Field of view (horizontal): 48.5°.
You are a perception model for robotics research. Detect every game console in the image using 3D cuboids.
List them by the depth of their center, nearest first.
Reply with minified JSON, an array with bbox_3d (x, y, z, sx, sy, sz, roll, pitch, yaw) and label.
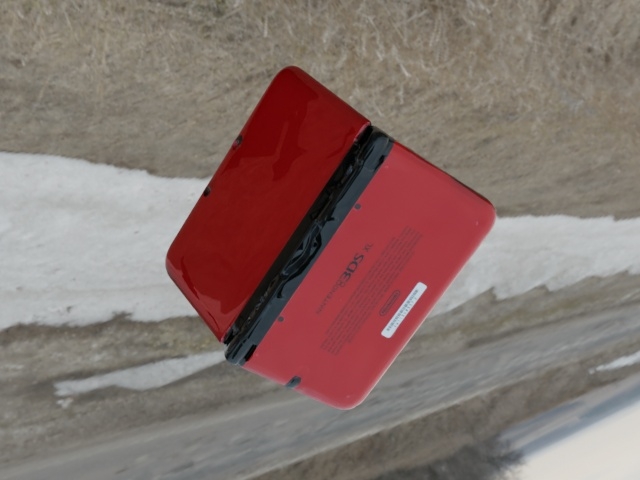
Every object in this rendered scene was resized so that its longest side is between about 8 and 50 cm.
[{"bbox_3d":[0.000,0.000,0.394,0.124,0.085,0.144,28,106,-22],"label":"game console"}]
